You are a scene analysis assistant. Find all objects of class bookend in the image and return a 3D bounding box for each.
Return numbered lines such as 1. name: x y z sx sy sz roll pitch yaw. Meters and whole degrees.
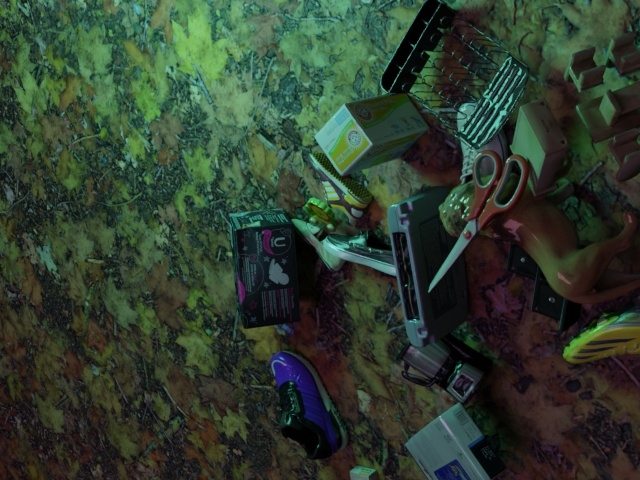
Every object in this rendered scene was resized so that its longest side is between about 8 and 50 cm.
1. bookend: 0.426 0.071 1.777 0.157 0.072 0.156 22 119 36

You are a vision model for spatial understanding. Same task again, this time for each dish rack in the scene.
1. dish rack: 0.258 -0.311 1.749 0.271 0.074 0.208 47 120 33

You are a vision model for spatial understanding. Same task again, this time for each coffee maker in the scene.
1. coffee maker: 0.269 0.245 1.944 0.178 0.171 0.120 35 131 8

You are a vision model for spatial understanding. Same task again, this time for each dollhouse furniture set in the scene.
1. dollhouse furniture set: 0.460 -0.190 1.555 0.161 0.242 0.212 75 174 -68

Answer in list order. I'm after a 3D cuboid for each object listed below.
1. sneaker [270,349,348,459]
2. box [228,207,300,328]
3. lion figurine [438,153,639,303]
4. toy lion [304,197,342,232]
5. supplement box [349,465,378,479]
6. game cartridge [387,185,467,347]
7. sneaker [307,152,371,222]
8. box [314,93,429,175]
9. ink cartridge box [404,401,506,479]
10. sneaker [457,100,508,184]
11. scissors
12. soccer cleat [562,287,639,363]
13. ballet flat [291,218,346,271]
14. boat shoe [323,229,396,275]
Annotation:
1. sneaker: -0.054 0.412 2.278 0.102 0.146 0.293 -43 76 42
2. box: -0.132 0.063 2.191 0.163 0.142 0.247 -126 31 -71
3. lion figurine: 0.407 -0.002 1.629 0.392 0.240 0.142 48 165 36
4. toy lion: -0.001 -0.065 2.095 0.100 0.034 0.096 22 158 47
5. supplement box: 0.113 0.613 2.275 0.062 0.036 0.098 2 106 42
6. game cartridge: 0.225 0.047 1.862 0.060 0.196 0.294 0 105 42
7. sneaker: 0.027 -0.119 2.069 0.185 0.070 0.084 46 125 21
8. box: 0.106 -0.220 1.869 0.103 0.203 0.114 56 133 11
9. ink cartridge box: 0.284 0.465 1.994 0.165 0.065 0.332 54 160 13
10. sneaker: 0.314 -0.142 1.788 0.094 0.091 0.258 -13 96 44
11. scissors: 0.275 -0.020 1.616 0.109 0.021 0.297 30 109 33
12. soccer cleat: 0.564 0.174 1.679 0.121 0.093 0.289 53 133 6
13. ballet flat: 0.000 0.000 2.159 0.052 0.057 0.168 -45 76 13
14. boat shoe: 0.108 0.013 2.040 0.229 0.080 0.076 21 112 34
